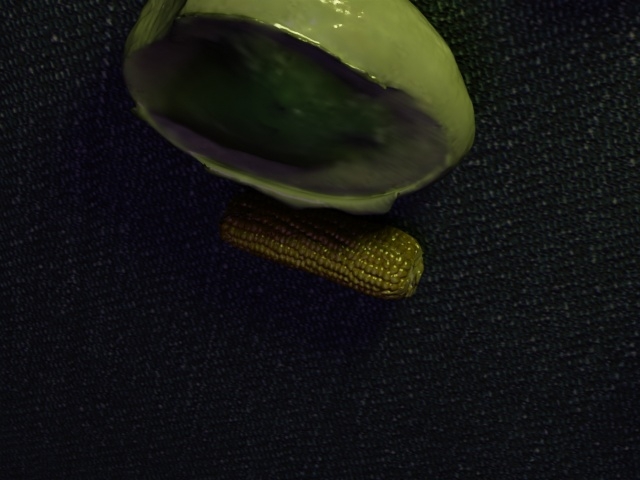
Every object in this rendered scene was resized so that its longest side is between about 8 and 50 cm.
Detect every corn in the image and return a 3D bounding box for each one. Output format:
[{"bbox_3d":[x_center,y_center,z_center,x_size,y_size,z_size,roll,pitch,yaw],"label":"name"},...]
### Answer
[{"bbox_3d":[0.000,0.000,2.283,0.293,0.106,0.106,19,136,10],"label":"corn"}]

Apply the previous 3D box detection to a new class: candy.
[{"bbox_3d":[-0.014,-0.199,2.030,0.427,0.186,0.386,28,145,-5],"label":"candy"}]
